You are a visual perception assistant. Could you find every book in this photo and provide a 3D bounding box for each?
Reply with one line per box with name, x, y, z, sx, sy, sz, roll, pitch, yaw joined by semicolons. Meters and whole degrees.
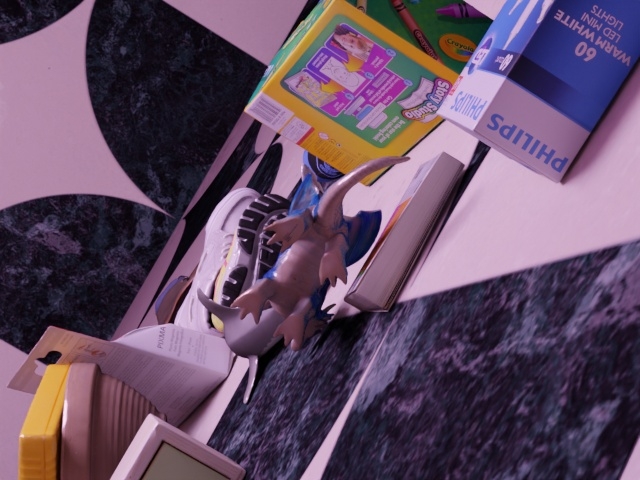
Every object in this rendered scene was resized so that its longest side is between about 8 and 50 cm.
book;0.070;-0.007;1.213;0.144;0.035;0.096;-60;6;-8

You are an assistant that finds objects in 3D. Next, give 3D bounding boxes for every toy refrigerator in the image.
toy refrigerator;-0.186;0.311;1.320;0.269;0.102;0.094;-60;10;-8

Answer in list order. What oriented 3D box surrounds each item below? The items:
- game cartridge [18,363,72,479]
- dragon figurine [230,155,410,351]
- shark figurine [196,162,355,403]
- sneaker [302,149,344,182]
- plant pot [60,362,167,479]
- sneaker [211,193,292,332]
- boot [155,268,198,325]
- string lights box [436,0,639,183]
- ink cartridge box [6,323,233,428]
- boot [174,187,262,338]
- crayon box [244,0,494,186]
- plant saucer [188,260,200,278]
game cartridge;-0.306;0.328;1.581;0.285;0.052;0.324;-109;23;-77
dragon figurine;0.000;0.000;1.244;0.289;0.085;0.144;-64;-5;33
shark figurine;-0.069;0.057;1.486;0.278;0.116;0.166;-52;13;45
sneaker;0.053;-0.179;1.700;0.232;0.081;0.090;-68;14;-12
plant pot;-0.228;0.256;1.548;0.237;0.109;0.237;-179;90;-86
sneaker;-0.092;0.031;1.767;0.094;0.081;0.208;-47;15;58
boot;-0.191;0.069;2.049;0.219;0.082;0.106;-56;36;23
string lights box;0.193;-0.176;0.974;0.260;0.076;0.133;-58;11;5
ink cartridge box;-0.252;0.157;1.730;0.189;0.232;0.066;-47;28;48
boot;-0.116;0.032;1.900;0.123;0.095;0.258;-28;40;60
crayon box;0.049;-0.174;1.428;0.081;0.165;0.278;-64;11;-28
plant saucer;-0.212;0.113;2.236;0.278;0.041;0.278;-57;9;14
